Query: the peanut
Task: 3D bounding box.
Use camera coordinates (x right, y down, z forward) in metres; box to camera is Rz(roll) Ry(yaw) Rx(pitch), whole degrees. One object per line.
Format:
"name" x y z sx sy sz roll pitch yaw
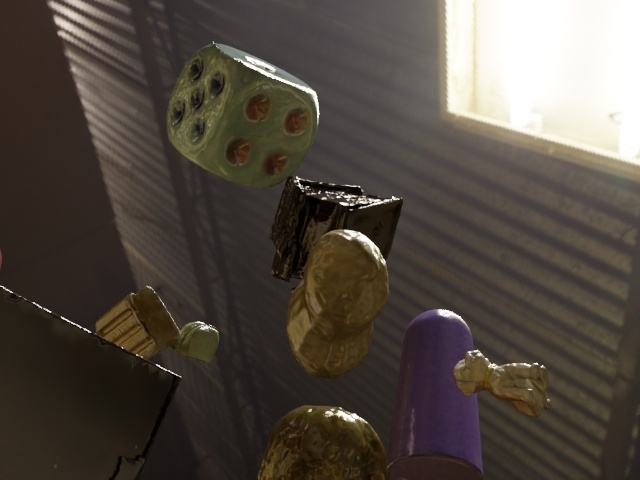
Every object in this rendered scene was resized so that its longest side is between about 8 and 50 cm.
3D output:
"peanut" 0.017 0.078 1.036 0.123 0.123 0.257 47 -31 27

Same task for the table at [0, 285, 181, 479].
"table" -0.353 0.180 0.886 0.250 0.196 0.282 34 -25 -35

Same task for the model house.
"model house" 0.000 0.000 2.024 0.282 0.297 0.317 14 -90 32

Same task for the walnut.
"walnut" -0.001 0.450 1.552 0.283 0.283 0.227 42 -1 34

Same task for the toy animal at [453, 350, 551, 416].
"toy animal" 0.375 0.303 1.699 0.185 0.104 0.184 1 -26 29

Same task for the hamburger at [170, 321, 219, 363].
"hamburger" -0.271 0.225 1.842 0.054 0.084 0.121 17 -12 37

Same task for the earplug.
"earplug" 0.275 0.361 1.933 0.215 0.456 0.215 6 -42 5

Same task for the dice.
"dice" -0.184 -0.292 1.935 0.264 0.268 0.262 42 -69 45

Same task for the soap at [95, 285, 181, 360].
"soap" -0.416 0.206 1.829 0.232 0.073 0.140 -34 -94 46
